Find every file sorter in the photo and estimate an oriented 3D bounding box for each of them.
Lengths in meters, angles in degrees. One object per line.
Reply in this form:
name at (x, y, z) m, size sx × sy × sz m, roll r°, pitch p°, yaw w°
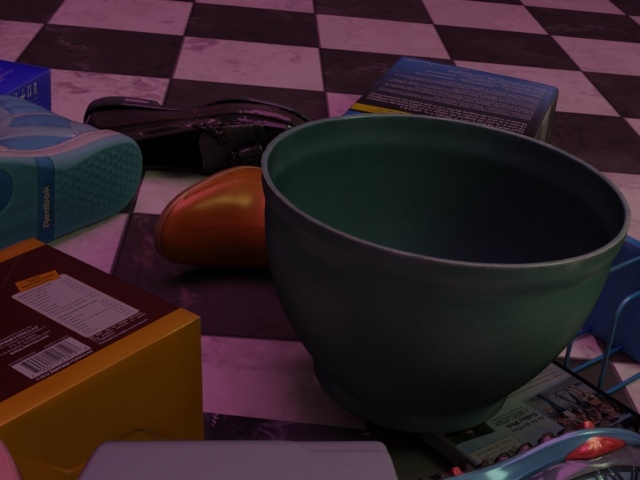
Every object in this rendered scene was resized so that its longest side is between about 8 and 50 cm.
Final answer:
file sorter at (0.249, 0.054, 0.975) m, size 0.105 × 0.118 × 0.170 m, roll -17°, pitch 35°, yaw -34°

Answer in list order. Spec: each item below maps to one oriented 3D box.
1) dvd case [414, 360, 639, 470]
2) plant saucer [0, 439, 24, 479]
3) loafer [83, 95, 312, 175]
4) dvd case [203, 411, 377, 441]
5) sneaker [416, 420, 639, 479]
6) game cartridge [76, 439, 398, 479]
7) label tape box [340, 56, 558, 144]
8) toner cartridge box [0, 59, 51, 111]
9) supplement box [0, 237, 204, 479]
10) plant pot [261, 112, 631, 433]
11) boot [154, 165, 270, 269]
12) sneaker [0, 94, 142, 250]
dvd case at (0.136, 0.129, 0.906) m, size 0.180 × 0.022 × 0.253 m, roll -14°, pitch 33°, yaw -36°
plant saucer at (-0.288, 0.216, 0.480) m, size 0.332 × 0.084 × 0.332 m, roll -14°, pitch 29°, yaw 8°
loafer at (-0.161, -0.117, 1.259) m, size 0.303 × 0.109 × 0.095 m, roll 4°, pitch 46°, yaw 8°
dvd case at (-0.040, 0.202, 0.728) m, size 0.165 × 0.018 × 0.221 m, roll 6°, pitch 27°, yaw 0°
sneaker at (0.141, 0.214, 0.683) m, size 0.262 × 0.104 × 0.125 m, roll -13°, pitch 61°, yaw -24°
game cartridge at (-0.039, 0.199, 0.477) m, size 0.198 × 0.062 × 0.297 m, roll 5°, pitch 26°, yaw -12°
label tape box at (0.172, -0.138, 1.343) m, size 0.241 × 0.105 × 0.333 m, roll 14°, pitch 29°, yaw 16°
toner cartridge box at (-0.493, -0.150, 1.252) m, size 0.165 × 0.075 × 0.348 m, roll 11°, pitch 27°, yaw 11°
supplement box at (-0.221, 0.113, 0.722) m, size 0.194 × 0.129 × 0.191 m, roll 21°, pitch 32°, yaw 33°
plant pot at (0.090, 0.035, 0.837) m, size 0.293 × 0.196 × 0.293 m, roll 5°, pitch 27°, yaw -2°
boot at (0.000, 0.001, 1.038) m, size 0.295 × 0.104 × 0.211 m, roll -13°, pitch 32°, yaw -41°
sneaker at (-0.371, -0.074, 1.083) m, size 0.208 × 0.127 × 0.319 m, roll 23°, pitch 22°, yaw 25°
